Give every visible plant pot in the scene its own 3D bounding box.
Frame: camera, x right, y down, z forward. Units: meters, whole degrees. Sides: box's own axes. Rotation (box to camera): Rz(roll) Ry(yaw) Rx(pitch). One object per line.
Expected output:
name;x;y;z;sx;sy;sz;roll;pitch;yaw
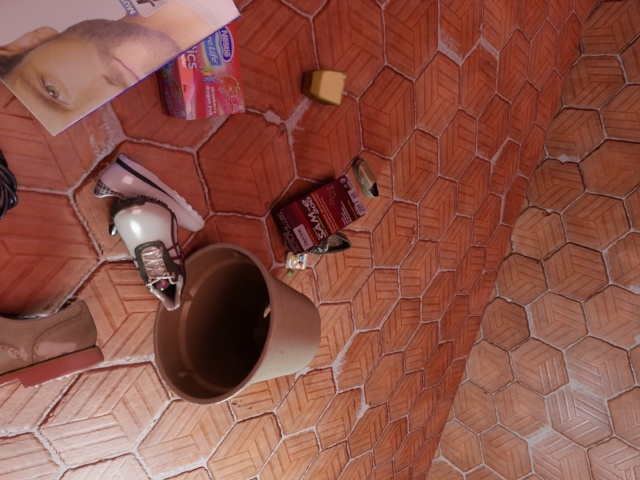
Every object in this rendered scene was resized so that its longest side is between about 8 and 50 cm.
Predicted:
plant pot;-0.161;0.207;0.975;0.305;0.333;0.334;30;86;-56
plant pot;0.003;-0.385;1.014;0.083;0.081;0.081;2;107;-32

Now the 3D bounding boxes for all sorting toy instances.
sorting toy;-0.069;0.070;1.166;0.061;0.012;0.083;4;124;-14

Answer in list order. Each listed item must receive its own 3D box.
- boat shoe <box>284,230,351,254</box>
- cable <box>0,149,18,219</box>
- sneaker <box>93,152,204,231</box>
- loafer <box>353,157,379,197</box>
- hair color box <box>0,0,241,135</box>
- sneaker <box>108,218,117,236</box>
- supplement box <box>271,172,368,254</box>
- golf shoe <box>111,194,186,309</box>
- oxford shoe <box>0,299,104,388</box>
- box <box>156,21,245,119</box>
boat shoe;0.000;0.001;1.177;0.223;0.073;0.080;0;111;-42
cable;-0.568;-0.097;0.628;0.150;0.047;0.185;-26;124;-33
sneaker;-0.334;-0.073;0.821;0.095;0.090;0.235;-55;139;-8
loafer;0.147;-0.189;1.249;0.056;0.050;0.148;-47;133;-18
hair color box;-0.312;-0.330;0.601;0.338;0.110;0.185;-35;122;-2
sneaker;-0.395;-0.043;0.823;0.035;0.031;0.083;31;86;-46
supplement box;0.002;-0.074;1.114;0.239;0.073;0.130;-32;97;-29
golf shoe;-0.315;0.026;0.795;0.105;0.120;0.273;-18;145;-12
oxford shoe;-0.602;0.202;0.697;0.396;0.140;0.147;-9;83;-35
box;-0.237;-0.367;0.764;0.128;0.122;0.257;-21;121;-35
